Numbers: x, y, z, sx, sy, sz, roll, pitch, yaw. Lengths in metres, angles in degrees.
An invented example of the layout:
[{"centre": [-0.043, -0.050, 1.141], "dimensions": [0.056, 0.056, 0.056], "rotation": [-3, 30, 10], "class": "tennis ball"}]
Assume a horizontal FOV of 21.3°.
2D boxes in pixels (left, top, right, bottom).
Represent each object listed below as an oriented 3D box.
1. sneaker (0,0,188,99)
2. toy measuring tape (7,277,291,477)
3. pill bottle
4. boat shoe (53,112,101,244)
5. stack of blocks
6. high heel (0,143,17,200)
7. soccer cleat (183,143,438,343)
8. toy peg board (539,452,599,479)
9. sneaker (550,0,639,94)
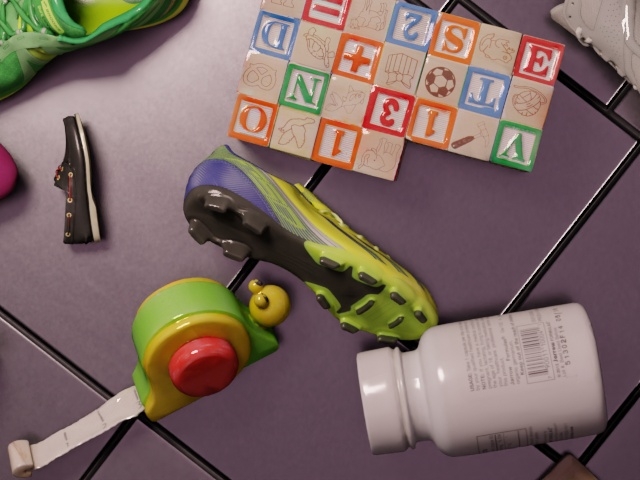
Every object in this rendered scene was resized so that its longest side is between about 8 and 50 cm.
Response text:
[{"centre": [-0.273, -0.224, 1.669], "dimensions": [0.295, 0.123, 0.109], "rotation": [-25, 87, 2], "class": "sneaker"}, {"centre": [-0.182, 0.123, 1.680], "dimensions": [0.330, 0.121, 0.121], "rotation": [-28, 91, 3], "class": "toy measuring tape"}, {"centre": [0.156, 0.142, 1.660], "dimensions": [0.229, 0.131, 0.131], "rotation": [-10, 92, 3], "class": "pill bottle"}, {"centre": [-0.248, -0.061, 1.712], "dimensions": [0.042, 0.049, 0.133], "rotation": [-6, 96, -5], "class": "boat shoe"}, {"centre": [0.074, -0.145, 1.675], "dimensions": [0.297, 0.087, 0.171], "rotation": [15, 93, 2], "class": "stack of blocks"}, {"centre": [-0.487, -0.114, 1.648], "dimensions": [0.377, 0.181, 0.127], "rotation": [11, 78, 2], "class": "high heel"}, {"centre": [0.000, -0.001, 1.683], "dimensions": [0.289, 0.121, 0.093], "rotation": [30, 133, -12], "class": "soccer cleat"}, {"centre": [0.253, 0.327, 1.689], "dimensions": [0.160, 0.079, 0.161], "rotation": [44, 93, 0], "class": "toy peg board"}, {"centre": [0.294, -0.204, 1.668], "dimensions": [0.121, 0.099, 0.262], "rotation": [-16, 84, 11], "class": "sneaker"}]
